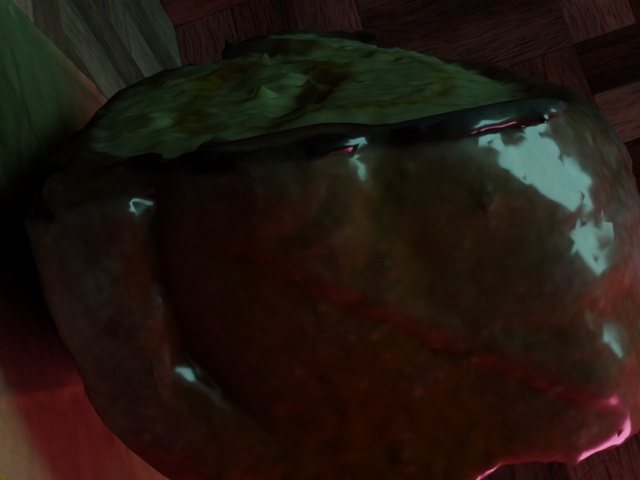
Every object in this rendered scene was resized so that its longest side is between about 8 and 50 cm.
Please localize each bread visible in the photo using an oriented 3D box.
[{"bbox_3d":[0.013,-0.002,0.578,0.244,0.190,0.123,-90,174,-74],"label":"bread"}]

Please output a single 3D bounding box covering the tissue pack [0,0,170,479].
[{"bbox_3d":[-0.256,0.062,0.589,0.293,0.382,0.228,51,20,-69],"label":"tissue pack"}]
